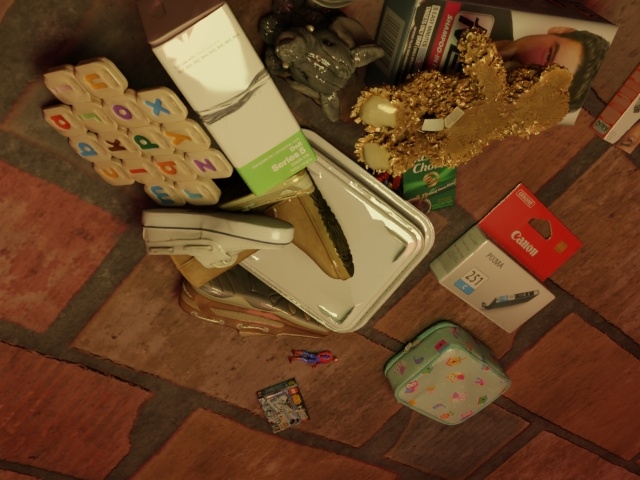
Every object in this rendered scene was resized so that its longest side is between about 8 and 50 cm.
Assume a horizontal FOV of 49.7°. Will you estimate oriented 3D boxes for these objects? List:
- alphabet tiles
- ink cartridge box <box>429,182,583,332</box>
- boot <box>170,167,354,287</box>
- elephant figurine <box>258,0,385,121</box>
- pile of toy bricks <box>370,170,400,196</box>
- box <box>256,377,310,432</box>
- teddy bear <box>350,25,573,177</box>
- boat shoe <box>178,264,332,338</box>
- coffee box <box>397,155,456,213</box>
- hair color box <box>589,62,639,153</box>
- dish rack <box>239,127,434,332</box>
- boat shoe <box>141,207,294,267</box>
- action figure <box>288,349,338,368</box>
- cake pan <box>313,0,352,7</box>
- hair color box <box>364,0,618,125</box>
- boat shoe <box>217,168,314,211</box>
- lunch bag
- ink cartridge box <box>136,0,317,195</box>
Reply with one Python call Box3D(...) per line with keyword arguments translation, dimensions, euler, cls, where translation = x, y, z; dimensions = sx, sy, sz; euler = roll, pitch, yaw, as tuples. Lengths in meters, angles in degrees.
Box3D(translation=(-0.271, -0.149, 1.018), dimensions=(0.278, 0.021, 0.284), euler=(-1, 142, 35), cls="alphabet tiles")
Box3D(translation=(0.424, 0.049, 1.506), dimensions=(0.261, 0.066, 0.296), euler=(-44, 128, 16), cls="ink cartridge box")
Box3D(translation=(-0.105, 0.009, 1.145), dimensions=(0.270, 0.236, 0.089), euler=(-28, 175, 18), cls="boot")
Box3D(translation=(0.003, -0.258, 1.000), dimensions=(0.186, 0.239, 0.169), euler=(-11, 128, -13), cls="elephant figurine")
Box3D(translation=(0.077, -0.043, 1.291), dimensions=(0.105, 0.118, 0.212), euler=(15, 121, 16), cls="pile of toy bricks")
Box3D(translation=(-0.084, 0.382, 1.594), dimensions=(0.094, 0.027, 0.137), euler=(-19, 130, -4), cls="box")
Box3D(translation=(0.205, -0.205, 1.061), dimensions=(0.338, 0.113, 0.245), euler=(-26, 133, 7), cls="teddy bear")
Box3D(translation=(-0.123, 0.128, 1.338), dimensions=(0.324, 0.123, 0.116), euler=(23, 122, -26), cls="boat shoe")
Box3D(translation=(0.199, -0.135, 1.297), dimensions=(0.113, 0.040, 0.184), euler=(-13, 129, -11), cls="coffee box")
Box3D(translation=(0.621, -0.263, 1.349), dimensions=(0.093, 0.053, 0.167), euler=(17, 119, -31), cls="hair color box")
Box3D(translation=(0.000, 0.000, 1.210), dimensions=(0.333, 0.072, 0.285), euler=(37, 111, -5), cls="dish rack")
Box3D(translation=(-0.164, 0.001, 1.070), dimensions=(0.268, 0.096, 0.088), euler=(5, 100, 20), cls="boat shoe")
Box3D(translation=(-0.012, 0.262, 1.531), dimensions=(0.115, 0.030, 0.038), euler=(6, 118, -27), cls="action figure")
Box3D(translation=(0.060, -0.447, 0.894), dimensions=(0.293, 0.054, 0.293), euler=(-41, 144, -39), cls="cake pan")
Box3D(translation=(0.280, -0.309, 1.148), dimensions=(0.375, 0.113, 0.185), euler=(0, 126, -21), cls="hair color box")
Box3D(translation=(-0.085, -0.071, 1.061), dimensions=(0.153, 0.056, 0.048), euler=(-20, 123, 15), cls="boat shoe")
Box3D(translation=(0.293, 0.321, 1.636), dimensions=(0.224, 0.108, 0.279), euler=(-42, 127, 19), cls="lunch bag")
Box3D(translation=(-0.134, -0.231, 0.997), dimensions=(0.115, 0.198, 0.273), euler=(-31, 130, 2), cls="ink cartridge box")
